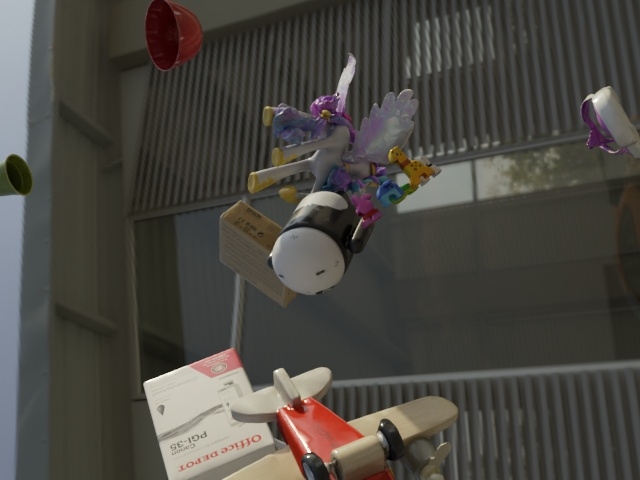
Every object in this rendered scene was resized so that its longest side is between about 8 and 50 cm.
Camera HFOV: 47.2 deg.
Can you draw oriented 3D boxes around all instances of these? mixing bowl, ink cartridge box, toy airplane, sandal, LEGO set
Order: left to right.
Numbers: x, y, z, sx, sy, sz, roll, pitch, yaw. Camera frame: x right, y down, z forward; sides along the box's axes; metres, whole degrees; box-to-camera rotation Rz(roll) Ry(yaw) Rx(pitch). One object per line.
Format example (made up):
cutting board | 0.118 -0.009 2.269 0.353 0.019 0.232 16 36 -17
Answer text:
mixing bowl | -0.367 -0.531 1.884 0.098 0.181 0.182 -16 -82 -37
ink cartridge box | -0.211 0.372 1.436 0.283 0.207 0.117 -126 21 -51
ink cartridge box | -0.150 0.035 1.906 0.088 0.234 0.193 -45 -21 -33
toy airplane | 0.007 0.372 1.174 0.384 0.385 0.273 -45 -55 -62
LEGO set | 0.157 -0.135 1.543 0.093 0.227 0.087 51 157 9
sandal | 0.619 -0.250 1.595 0.416 0.102 0.169 2 -118 -64

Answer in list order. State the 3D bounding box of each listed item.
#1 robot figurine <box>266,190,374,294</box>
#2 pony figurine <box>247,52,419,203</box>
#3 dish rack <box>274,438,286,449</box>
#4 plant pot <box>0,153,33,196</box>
robot figurine | -0.001 0.002 1.658 0.173 0.209 0.278 31 -140 -2
pony figurine | 0.034 -0.240 1.754 0.363 0.303 0.351 -6 -51 -31
dish rack | -0.093 0.613 1.690 0.072 0.332 0.286 -27 -47 -63
plant pot | -0.613 -0.116 1.408 0.083 0.079 0.083 -14 -90 -79
